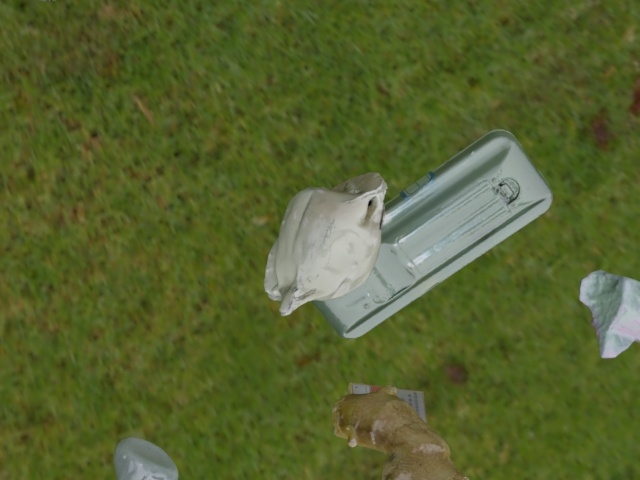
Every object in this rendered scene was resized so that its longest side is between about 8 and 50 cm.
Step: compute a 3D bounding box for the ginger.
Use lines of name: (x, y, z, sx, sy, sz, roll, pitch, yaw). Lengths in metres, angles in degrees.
ginger: (0.111, 0.236, 1.385, 0.089, 0.288, 0.075, -37, 153, -11)

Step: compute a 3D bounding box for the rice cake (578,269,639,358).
rice cake: (0.337, 0.099, 1.381, 0.290, 0.051, 0.081, 21, 71, -35)

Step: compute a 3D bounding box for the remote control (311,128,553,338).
remote control: (0.133, -0.003, 1.987, 0.335, 0.065, 0.128, -35, 110, 12)

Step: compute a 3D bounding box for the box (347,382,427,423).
box: (0.070, 0.174, 1.629, 0.083, 0.046, 0.012, 9, 143, -18)

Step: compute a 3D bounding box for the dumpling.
dumpling: (0.000, 0.000, 1.809, 0.199, 0.136, 0.118, -52, 124, -10)

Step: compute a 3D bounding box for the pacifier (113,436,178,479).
pacifier: (-0.249, 0.353, 2.068, 0.279, 0.207, 0.227, 23, 139, -30)
